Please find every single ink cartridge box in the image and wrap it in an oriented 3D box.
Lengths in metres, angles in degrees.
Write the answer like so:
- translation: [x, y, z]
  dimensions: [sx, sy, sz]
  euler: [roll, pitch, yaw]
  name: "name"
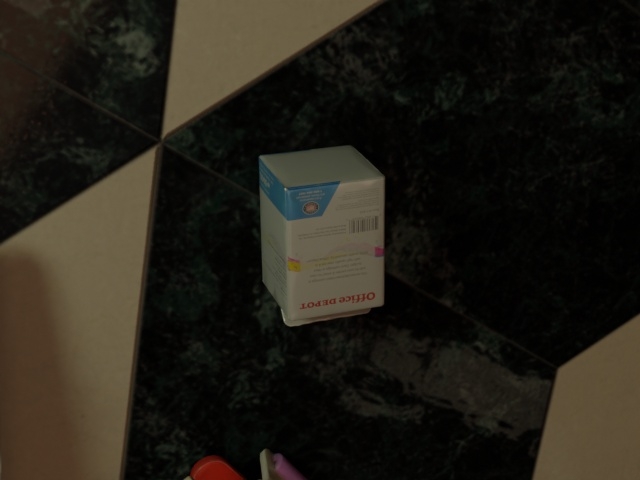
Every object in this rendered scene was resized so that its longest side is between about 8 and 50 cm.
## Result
- translation: [0.000, 0.000, 1.185]
  dimensions: [0.092, 0.090, 0.143]
  euler: [-7, 115, -17]
  name: "ink cartridge box"

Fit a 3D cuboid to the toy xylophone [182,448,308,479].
- translation: [-0.134, 0.330, 1.279]
  dimensions: [0.322, 0.081, 0.236]
  euler: [-35, 119, -3]
  name: "toy xylophone"
